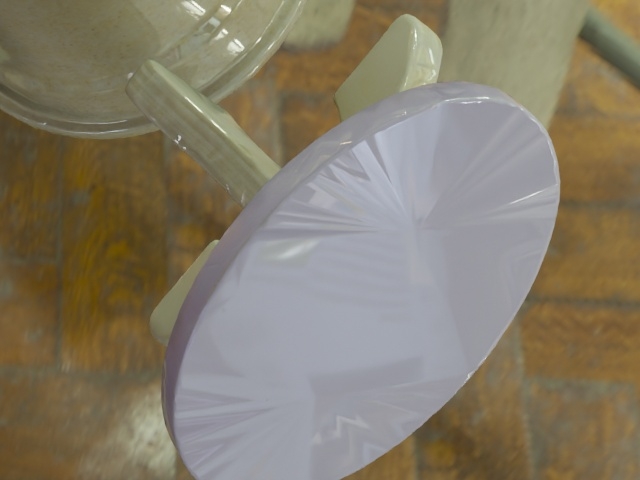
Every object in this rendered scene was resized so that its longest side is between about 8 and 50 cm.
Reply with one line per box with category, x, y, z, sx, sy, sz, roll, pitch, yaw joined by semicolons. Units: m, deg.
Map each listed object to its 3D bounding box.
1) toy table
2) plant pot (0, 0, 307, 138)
toy table;0.000;0.000;1.111;0.274;0.252;0.161;-40;34;3
plant pot;-0.196;-0.273;1.337;0.333;0.305;0.334;-4;76;16
